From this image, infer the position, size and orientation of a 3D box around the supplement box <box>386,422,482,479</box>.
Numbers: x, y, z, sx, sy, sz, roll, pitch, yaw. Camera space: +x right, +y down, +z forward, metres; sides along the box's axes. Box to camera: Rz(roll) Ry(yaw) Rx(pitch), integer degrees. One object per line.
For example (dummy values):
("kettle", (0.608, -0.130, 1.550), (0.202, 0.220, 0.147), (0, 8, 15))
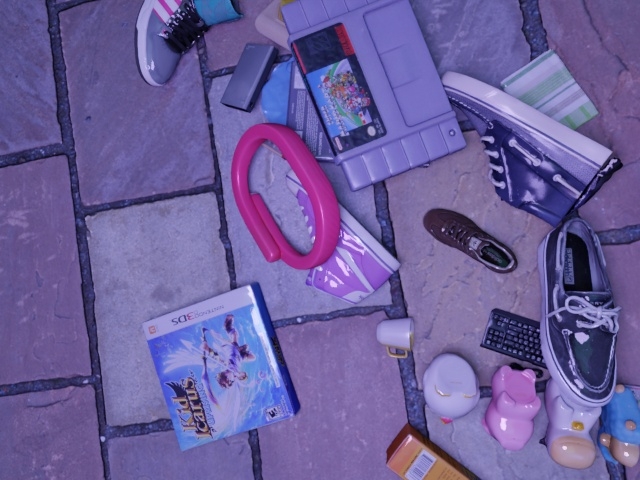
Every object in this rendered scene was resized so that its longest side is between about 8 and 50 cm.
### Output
("supplement box", (0.233, 0.440, 0.862), (0.233, 0.078, 0.080), (37, 91, 8))

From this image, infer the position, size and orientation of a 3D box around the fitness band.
("fitness band", (-0.069, -0.079, 0.878), (0.290, 0.054, 0.209), (58, 134, 20))

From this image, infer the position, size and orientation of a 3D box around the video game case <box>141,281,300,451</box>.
("video game case", (-0.200, 0.249, 0.952), (0.245, 0.061, 0.269), (-20, 85, 9))

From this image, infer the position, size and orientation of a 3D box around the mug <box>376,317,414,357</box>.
("mug", (0.140, 0.183, 0.898), (0.064, 0.062, 0.078), (0, 81, 17))

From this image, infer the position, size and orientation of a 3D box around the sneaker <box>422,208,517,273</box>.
("sneaker", (0.277, -0.004, 0.875), (0.188, 0.071, 0.066), (30, 93, 9))

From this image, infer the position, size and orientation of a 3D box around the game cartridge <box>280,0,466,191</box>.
("game cartridge", (0.091, -0.288, 0.860), (0.230, 0.068, 0.354), (-22, 90, -5))

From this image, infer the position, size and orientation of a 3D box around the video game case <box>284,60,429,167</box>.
("video game case", (0.074, -0.243, 0.917), (0.275, 0.026, 0.195), (4, 82, 1))

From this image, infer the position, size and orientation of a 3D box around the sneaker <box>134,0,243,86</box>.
("sneaker", (-0.252, -0.448, 0.964), (0.179, 0.124, 0.295), (13, 89, 19))

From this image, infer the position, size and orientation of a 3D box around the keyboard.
("keyboard", (0.389, 0.202, 0.873), (0.180, 0.023, 0.108), (18, 91, 11))

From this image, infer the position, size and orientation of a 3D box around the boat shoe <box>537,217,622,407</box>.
("boat shoe", (0.434, 0.112, 0.785), (0.113, 0.105, 0.306), (5, 71, 5))

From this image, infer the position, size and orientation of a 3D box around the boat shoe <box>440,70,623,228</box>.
("boat shoe", (0.330, -0.161, 0.853), (0.341, 0.127, 0.158), (37, 111, 20))

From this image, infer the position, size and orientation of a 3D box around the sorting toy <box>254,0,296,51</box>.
("sorting toy", (0.005, -0.448, 0.932), (0.193, 0.038, 0.208), (34, 76, 9))

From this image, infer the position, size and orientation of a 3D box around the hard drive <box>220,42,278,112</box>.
("hard drive", (-0.144, -0.330, 0.964), (0.094, 0.022, 0.135), (26, 92, 42))

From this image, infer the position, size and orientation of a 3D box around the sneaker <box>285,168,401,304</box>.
("sneaker", (0.000, 0.000, 0.910), (0.161, 0.102, 0.282), (-44, 82, 8))

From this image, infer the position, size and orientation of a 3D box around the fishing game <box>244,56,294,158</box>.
("fishing game", (-0.029, -0.280, 0.956), (0.189, 0.041, 0.264), (32, 84, 8))

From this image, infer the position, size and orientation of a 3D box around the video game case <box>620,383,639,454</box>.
("video game case", (0.611, 0.322, 0.833), (0.167, 0.015, 0.119), (5, 88, 10))

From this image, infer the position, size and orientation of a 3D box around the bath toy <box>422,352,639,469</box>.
("bath toy", (0.347, 0.298, 0.829), (0.349, 0.129, 0.151), (11, 53, 8))

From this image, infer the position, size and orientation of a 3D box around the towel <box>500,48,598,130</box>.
("towel", (0.423, -0.263, 0.889), (0.113, 0.023, 0.152), (-33, 85, 9))
